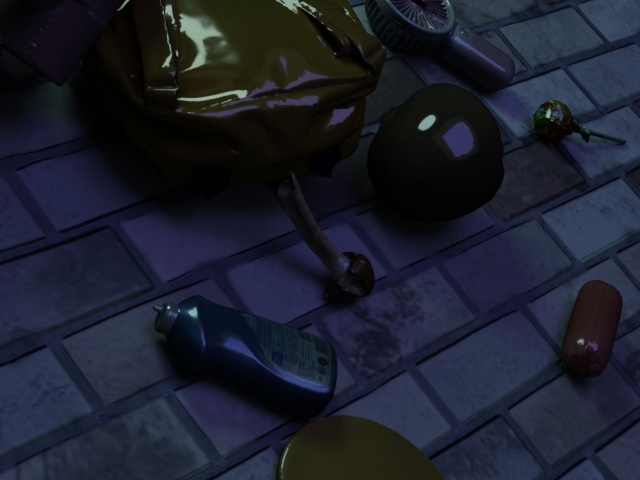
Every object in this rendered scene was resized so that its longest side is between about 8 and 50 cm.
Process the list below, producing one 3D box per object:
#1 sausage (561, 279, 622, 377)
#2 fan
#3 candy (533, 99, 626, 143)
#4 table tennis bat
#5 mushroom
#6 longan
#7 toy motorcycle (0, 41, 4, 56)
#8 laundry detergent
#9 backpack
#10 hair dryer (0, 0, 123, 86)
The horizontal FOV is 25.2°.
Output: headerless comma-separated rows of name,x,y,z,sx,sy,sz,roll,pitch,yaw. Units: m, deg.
sausage,0.345,0.112,1.818,0.062,0.062,0.154,34,41,-6
fan,0.176,-0.299,2.055,0.244,0.074,0.130,31,41,-10
candy,0.390,-0.164,2.119,0.201,0.060,0.060,11,48,-40
table tennis bat,0.095,0.304,1.473,0.321,0.050,0.198,37,42,2
mushroom,0.000,0.000,1.621,0.187,0.060,0.061,52,40,-30
longan,0.148,-0.107,1.795,0.189,0.189,0.189,20,44,-21
toy motorcycle,-0.392,-0.206,1.340,0.232,0.416,0.172,45,69,-7
laundry detergent,-0.083,0.113,1.502,0.206,0.061,0.096,23,45,-17
backpack,-0.112,-0.222,1.671,0.354,0.201,0.378,-5,52,-26
hair dryer,-0.267,-0.289,1.412,0.125,0.210,0.352,36,-2,2
